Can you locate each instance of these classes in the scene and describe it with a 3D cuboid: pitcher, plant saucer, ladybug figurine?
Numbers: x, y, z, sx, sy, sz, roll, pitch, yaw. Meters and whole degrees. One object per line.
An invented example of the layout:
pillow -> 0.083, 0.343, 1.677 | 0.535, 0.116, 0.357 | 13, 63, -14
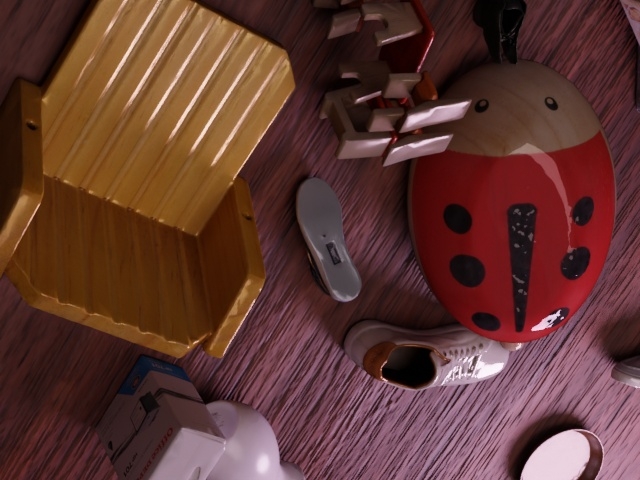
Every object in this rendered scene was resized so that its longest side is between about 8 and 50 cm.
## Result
pitcher -> -0.139, 0.336, 2.020 | 0.178, 0.125, 0.207 | -24, 137, 6
plant saucer -> 0.415, 0.392, 2.356 | 0.168, 0.029, 0.168 | -11, 121, -19
ladybug figurine -> 0.279, -0.031, 1.938 | 0.305, 0.162, 0.449 | -6, 115, 3

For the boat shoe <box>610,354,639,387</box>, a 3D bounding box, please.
boat shoe -> 0.592, 0.202, 2.315 | 0.227, 0.079, 0.081 | -2, 108, -30

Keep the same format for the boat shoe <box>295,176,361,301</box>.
boat shoe -> 0.000, 0.000, 1.933 | 0.065, 0.083, 0.183 | -19, 96, -16

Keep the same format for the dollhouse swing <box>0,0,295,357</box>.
dollhouse swing -> -0.193, -0.092, 1.664 | 0.347, 0.315, 0.305 | 25, 124, -33

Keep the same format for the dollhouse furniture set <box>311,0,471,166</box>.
dollhouse furniture set -> 0.095, -0.219, 1.758 | 0.135, 0.262, 0.259 | -13, 155, -21

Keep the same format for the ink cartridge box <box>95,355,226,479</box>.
ink cartridge box -> -0.225, 0.272, 1.890 | 0.082, 0.190, 0.139 | 25, 103, -33

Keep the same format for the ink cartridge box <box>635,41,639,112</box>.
ink cartridge box -> 0.592, -0.336, 2.027 | 0.239, 0.060, 0.275 | -16, 121, -18

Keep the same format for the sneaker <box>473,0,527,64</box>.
sneaker -> 0.255, -0.333, 1.851 | 0.051, 0.089, 0.170 | 0, 116, -25

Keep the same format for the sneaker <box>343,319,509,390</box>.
sneaker -> 0.183, 0.195, 2.085 | 0.290, 0.123, 0.106 | 5, 112, -29

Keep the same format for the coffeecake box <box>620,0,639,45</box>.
coffeecake box -> 0.524, -0.317, 1.929 | 0.142, 0.068, 0.185 | -37, 125, -3
